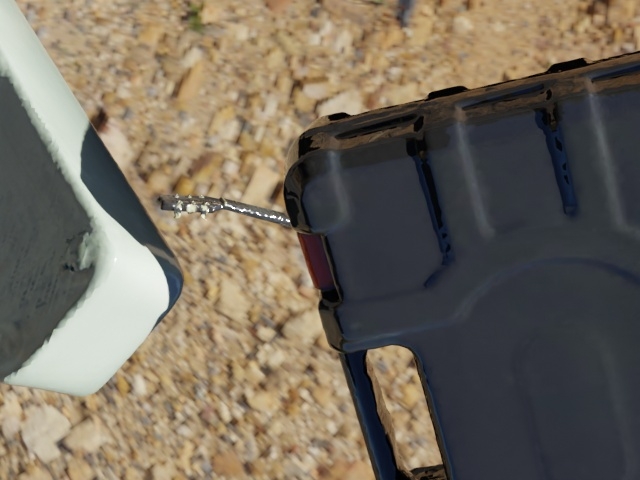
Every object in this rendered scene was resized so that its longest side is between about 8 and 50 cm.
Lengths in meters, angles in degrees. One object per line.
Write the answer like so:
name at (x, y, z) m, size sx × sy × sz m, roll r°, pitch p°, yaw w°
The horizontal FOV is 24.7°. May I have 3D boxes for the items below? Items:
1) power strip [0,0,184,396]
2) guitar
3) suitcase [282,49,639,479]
power strip at (-0.189, -0.082, 0.768) m, size 0.091 × 0.385 × 0.062 m, roll -47°, pitch 143°, yaw 15°
guitar at (0.000, 0.000, 0.956) m, size 0.233 × 0.088 × 0.025 m, roll 12°, pitch 111°, yaw -29°
suitcase at (0.114, 0.063, 0.657) m, size 0.206 × 0.066 × 0.286 m, roll -11°, pitch 112°, yaw 12°
